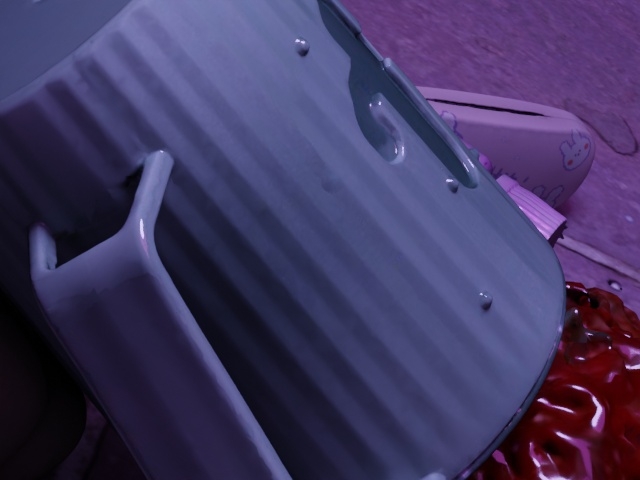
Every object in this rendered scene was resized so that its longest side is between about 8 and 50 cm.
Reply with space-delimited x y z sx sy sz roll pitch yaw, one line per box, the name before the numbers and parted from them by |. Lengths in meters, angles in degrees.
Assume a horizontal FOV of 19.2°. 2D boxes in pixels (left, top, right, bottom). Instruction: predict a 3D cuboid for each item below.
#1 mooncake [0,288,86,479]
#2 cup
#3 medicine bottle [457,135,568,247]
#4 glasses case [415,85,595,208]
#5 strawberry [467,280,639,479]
mooncake | -0.268 0.058 1.248 0.275 0.135 0.275 48 -1 1
cup | -0.043 -0.003 1.179 0.392 0.310 0.401 50 -7 -29
medicine bottle | 0.053 -0.031 1.661 0.290 0.178 0.178 36 34 10
glasses case | 0.139 -0.086 1.855 0.296 0.113 0.075 4 38 -31
strawberry | 0.169 0.212 1.389 0.345 0.295 0.317 54 5 -24
